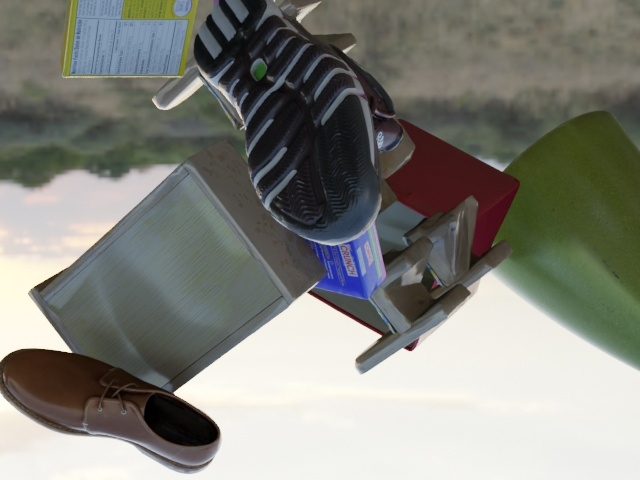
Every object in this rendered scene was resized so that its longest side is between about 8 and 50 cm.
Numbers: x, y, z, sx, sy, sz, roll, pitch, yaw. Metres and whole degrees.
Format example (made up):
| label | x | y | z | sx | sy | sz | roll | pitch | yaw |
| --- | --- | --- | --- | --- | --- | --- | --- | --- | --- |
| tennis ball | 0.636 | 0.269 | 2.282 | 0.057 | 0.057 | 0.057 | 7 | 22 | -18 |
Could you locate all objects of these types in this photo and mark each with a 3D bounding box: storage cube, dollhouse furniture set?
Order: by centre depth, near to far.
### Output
| label | x | y | z | sx | sy | sz | roll | pitch | yaw |
| --- | --- | --- | --- | --- | --- | --- | --- | --- | --- |
| dollhouse furniture set | -0.061 | -0.009 | 1.356 | 0.256 | 0.362 | 0.394 | -37 | 180 | 34 |
| storage cube | 0.103 | -0.014 | 1.639 | 0.215 | 0.184 | 0.193 | 30 | -146 | 20 |

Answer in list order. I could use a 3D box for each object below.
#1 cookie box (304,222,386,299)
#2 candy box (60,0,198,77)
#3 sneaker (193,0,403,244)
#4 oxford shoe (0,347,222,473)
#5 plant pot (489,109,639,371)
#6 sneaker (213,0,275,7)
| label | x | y | z | sx | sy | sz | roll | pitch | yaw |
| --- | --- | --- | --- | --- | --- | --- | --- | --- | --- |
| cookie box | 0.000 | 0.000 | 1.215 | 0.107 | 0.092 | 0.040 | 13 | -137 | 32 |
| candy box | -0.146 | -0.215 | 1.056 | 0.105 | 0.206 | 0.027 | 0 | -133 | -19 |
| sneaker | 0.019 | -0.084 | 0.988 | 0.162 | 0.106 | 0.281 | 25 | -153 | -39 |
| oxford shoe | -0.183 | 0.140 | 1.171 | 0.212 | 0.076 | 0.076 | 20 | 154 | -8 |
| plant pot | 0.383 | 0.027 | 1.757 | 0.274 | 0.275 | 0.293 | -6 | -129 | -51 |
| sneaker | -0.130 | -0.406 | 1.855 | 0.102 | 0.282 | 0.161 | -3 | 146 | -16 |
